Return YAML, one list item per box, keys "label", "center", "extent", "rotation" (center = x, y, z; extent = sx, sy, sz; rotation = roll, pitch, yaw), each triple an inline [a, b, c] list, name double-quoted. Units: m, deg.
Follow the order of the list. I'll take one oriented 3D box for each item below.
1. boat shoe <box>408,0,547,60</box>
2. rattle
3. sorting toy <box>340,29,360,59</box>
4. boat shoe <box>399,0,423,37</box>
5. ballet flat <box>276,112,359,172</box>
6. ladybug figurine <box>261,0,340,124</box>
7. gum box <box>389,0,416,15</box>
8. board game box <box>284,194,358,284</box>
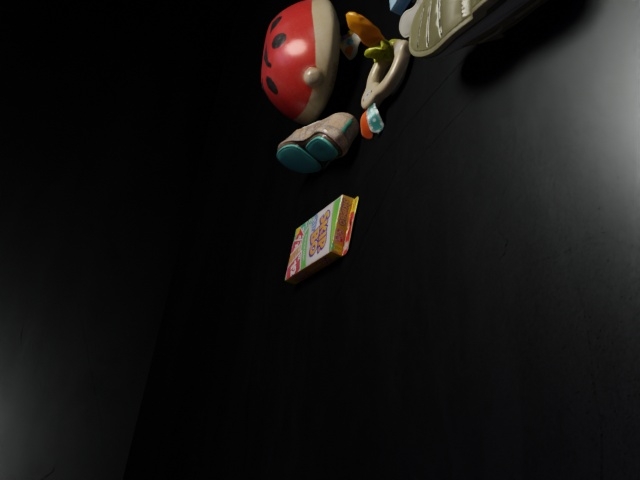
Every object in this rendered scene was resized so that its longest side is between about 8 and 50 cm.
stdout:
- label: "boat shoe"
  center: [0.234, -0.335, 1.163]
  extent: [0.302, 0.103, 0.113]
  rotation: [168, 108, -68]
- label: "rattle"
  center: [0.084, -0.316, 1.532]
  extent: [0.130, 0.143, 0.199]
  rotation: [38, 101, 52]
- label: "sorting toy"
  center: [0.082, -0.485, 1.881]
  extent: [0.075, 0.045, 0.083]
  rotation: [-36, 33, 27]
- label: "boat shoe"
  center: [0.192, -0.434, 1.497]
  extent: [0.046, 0.038, 0.125]
  rotation: [56, 145, 15]
- label: "ballet flat"
  center: [0.001, -0.219, 1.752]
  extent: [0.106, 0.107, 0.316]
  rotation: [-53, 19, -16]
- label: "ladybug figurine"
  center: [-0.056, -0.446, 1.940]
  extent: [0.449, 0.162, 0.305]
  rotation: [-109, 28, -70]
- label: "gum box"
  center: [0.195, -0.576, 1.635]
  extent: [0.157, 0.041, 0.184]
  rotation: [-54, 22, 39]
- label: "board game box"
  center: [0.000, 0.000, 1.594]
  extent: [0.259, 0.039, 0.124]
  rotation: [-31, 43, 59]
